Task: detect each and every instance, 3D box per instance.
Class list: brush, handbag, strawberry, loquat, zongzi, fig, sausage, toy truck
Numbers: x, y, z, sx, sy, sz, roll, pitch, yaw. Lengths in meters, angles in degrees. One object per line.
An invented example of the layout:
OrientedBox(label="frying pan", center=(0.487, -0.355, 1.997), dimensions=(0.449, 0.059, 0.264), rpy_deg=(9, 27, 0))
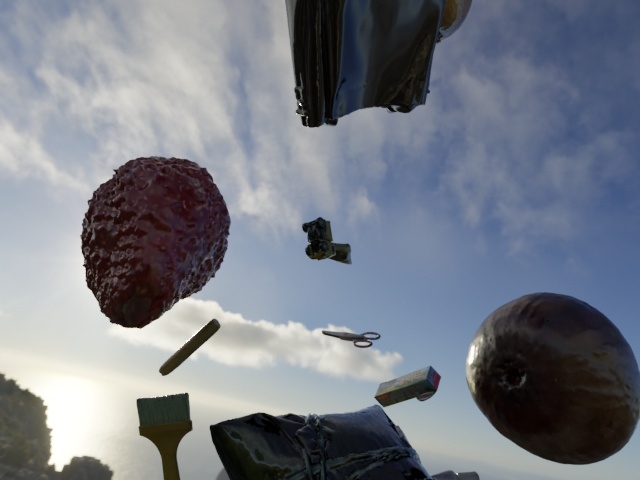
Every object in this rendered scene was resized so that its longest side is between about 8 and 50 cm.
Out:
OrientedBox(label="brush", center=(-0.226, 0.334, 0.606), dimensions=(0.083, 0.205, 0.011), rpy_deg=(-7, -1, 3))
OrientedBox(label="handbag", center=(0.073, -0.315, 0.628), dimensions=(0.113, 0.285, 0.256), rpy_deg=(30, -48, 44))
OrientedBox(label="strawberry", center=(-0.280, -0.005, 0.660), dimensions=(0.261, 0.260, 0.258), rpy_deg=(5, 11, 17))
OrientedBox(label="loquat", center=(0.240, -0.549, 0.917), dimensions=(0.208, 0.208, 0.208), rpy_deg=(10, -24, 4))
OrientedBox(label="zongzi", center=(0.095, 0.355, 0.459), dimensions=(0.319, 0.383, 0.362), rpy_deg=(8, -36, -44))
OrientedBox(label="fig", center=(0.339, 0.197, 0.602), dimensions=(0.215, 0.234, 0.235), rpy_deg=(-21, 0, -39))
OrientedBox(label="zongzi", center=(0.041, 0.043, 1.209), dimensions=(0.104, 0.052, 0.113), rpy_deg=(11, -22, 14))
OrientedBox(label="sausage", center=(-0.225, 0.184, 0.693), dimensions=(0.024, 0.132, 0.024), rpy_deg=(48, 2, -2))
OrientedBox(label="toy truck", center=(0.000, 0.000, 0.821), dimensions=(0.049, 0.083, 0.054), rpy_deg=(-19, -18, 37))

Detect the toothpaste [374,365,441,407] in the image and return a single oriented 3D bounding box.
OrientedBox(label="toothpaste", center=(0.223, 0.396, 1.066), dimensions=(0.044, 0.070, 0.193), rpy_deg=(47, -50, -3))

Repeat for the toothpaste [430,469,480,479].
OrientedBox(label="toothpaste", center=(0.284, 0.662, 1.075), dimensions=(0.283, 0.099, 0.068), rpy_deg=(-11, 1, -1))

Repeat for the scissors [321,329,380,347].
OrientedBox(label="scissors", center=(0.076, 0.266, 1.116), dimensions=(0.176, 0.022, 0.085), rpy_deg=(-1, 15, 36))
